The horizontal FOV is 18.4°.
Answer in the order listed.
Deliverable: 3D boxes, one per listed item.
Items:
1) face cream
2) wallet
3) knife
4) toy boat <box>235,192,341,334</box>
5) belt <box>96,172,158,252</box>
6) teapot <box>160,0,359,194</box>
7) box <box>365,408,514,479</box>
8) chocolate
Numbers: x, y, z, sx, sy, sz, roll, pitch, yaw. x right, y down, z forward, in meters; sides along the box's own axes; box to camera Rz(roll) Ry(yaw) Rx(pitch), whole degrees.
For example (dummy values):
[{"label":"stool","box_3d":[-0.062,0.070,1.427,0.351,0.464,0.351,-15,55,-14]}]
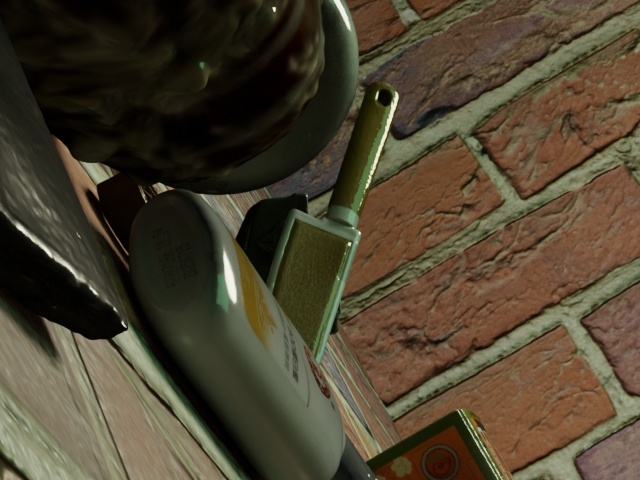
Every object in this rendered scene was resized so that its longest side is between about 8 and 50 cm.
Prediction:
[{"label":"face cream","box_3d":[-0.037,0.098,1.325,0.291,0.071,0.144,59,9,-41]},{"label":"wallet","box_3d":[-0.186,-0.103,0.932,0.321,0.044,0.170,65,5,30]},{"label":"knife","box_3d":[-0.001,0.000,1.565,0.027,0.061,0.343,122,-12,-53]},{"label":"toy boat","box_3d":[-0.034,0.036,1.746,0.319,0.092,0.141,163,-75,-82]},{"label":"belt","box_3d":[-0.121,-0.009,1.339,0.083,0.036,0.059,58,9,-39]},{"label":"teapot","box_3d":[-0.138,-0.189,1.668,0.285,0.305,0.223,-113,-154,-62]},{"label":"box","box_3d":[0.127,0.276,1.794,0.195,0.148,0.177,61,1,16]},{"label":"chocolate","box_3d":[-0.112,-0.156,1.199,0.340,0.225,0.210,56,17,-59]}]
